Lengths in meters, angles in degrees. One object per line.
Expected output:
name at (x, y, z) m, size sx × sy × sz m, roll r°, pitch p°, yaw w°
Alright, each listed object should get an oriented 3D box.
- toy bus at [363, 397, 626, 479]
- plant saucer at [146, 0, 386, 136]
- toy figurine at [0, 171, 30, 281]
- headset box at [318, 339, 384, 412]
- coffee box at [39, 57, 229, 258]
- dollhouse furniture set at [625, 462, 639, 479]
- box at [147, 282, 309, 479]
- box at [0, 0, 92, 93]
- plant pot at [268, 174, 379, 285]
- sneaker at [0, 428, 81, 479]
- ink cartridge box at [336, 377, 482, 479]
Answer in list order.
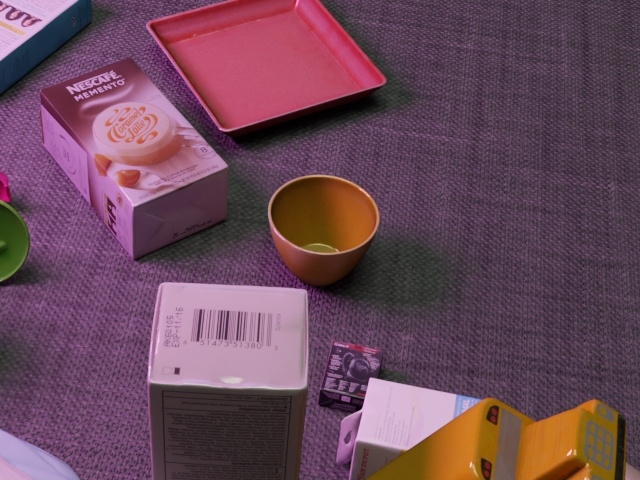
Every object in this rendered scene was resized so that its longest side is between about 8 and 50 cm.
toy bus at (0.137, 0.250, 1.282) m, size 0.130 × 0.332 × 0.108 m, roll 32°, pitch 44°, yaw -16°
plant saucer at (-0.080, -0.250, 1.925) m, size 0.259 × 0.048 × 0.258 m, roll -19°, pitch 51°, yaw -23°
toy figurine at (-0.438, -0.032, 1.658) m, size 0.173 × 0.130 × 0.159 m, roll -24°, pitch 34°, yaw 5°
headset box at (0.036, 0.154, 1.561) m, size 0.062 × 0.032 × 0.083 m, roll 11°, pitch 45°, yaw 4°
coffee box at (-0.241, -0.109, 1.737) m, size 0.141 × 0.098 × 0.246 m, roll -25°, pitch 54°, yaw -27°
dollhouse furniture set at (0.270, 0.315, 1.319) m, size 0.161 × 0.212 × 0.242 m, roll 34°, pitch 26°, yaw 22°
box at (-0.090, 0.189, 1.321) m, size 0.147 × 0.311 × 0.121 m, roll 4°, pitch 46°, yaw -4°
box at (-0.434, -0.290, 1.916) m, size 0.100 × 0.060 × 0.244 m, roll 26°, pitch 49°, yaw 18°
plant pot at (0.000, 0.000, 1.661) m, size 0.134 × 0.095 × 0.134 m, roll 3°, pitch 46°, yaw -4°
sneaker at (-0.242, 0.290, 1.333) m, size 0.366 × 0.135 × 0.150 m, roll 39°, pitch 18°, yaw 5°
ink cartridge box at (0.093, 0.217, 1.466) m, size 0.143 × 0.092 × 0.090 m, roll 12°, pitch 46°, yaw 4°
